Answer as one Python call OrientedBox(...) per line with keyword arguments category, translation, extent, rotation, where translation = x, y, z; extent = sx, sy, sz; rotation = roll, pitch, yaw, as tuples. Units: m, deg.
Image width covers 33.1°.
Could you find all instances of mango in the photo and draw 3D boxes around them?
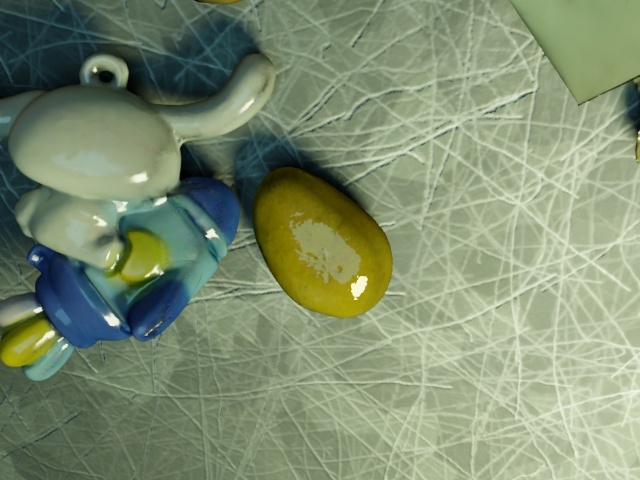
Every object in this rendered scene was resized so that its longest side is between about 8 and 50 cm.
OrientedBox(category="mango", translation=(0.000, 0.000, 1.230), extent=(0.137, 0.098, 0.195), rotation=(-28, 99, 18))

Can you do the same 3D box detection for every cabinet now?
OrientedBox(category="cabinet", translation=(0.272, -0.272, 1.045), extent=(0.150, 0.145, 0.206), rotation=(-26, 108, 35))

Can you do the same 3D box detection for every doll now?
OrientedBox(category="doll", translation=(-0.232, -0.028, 1.209), extent=(0.376, 0.187, 0.365), rotation=(0, 101, 18))

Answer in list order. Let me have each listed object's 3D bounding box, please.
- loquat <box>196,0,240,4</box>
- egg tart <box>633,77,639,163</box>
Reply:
OrientedBox(category="loquat", translation=(-0.101, -0.311, 1.087), extent=(0.163, 0.163, 0.137), rotation=(13, 133, 0))
OrientedBox(category="egg tart", translation=(0.469, -0.141, 1.118), extent=(0.297, 0.132, 0.297), rotation=(2, 118, 4))
